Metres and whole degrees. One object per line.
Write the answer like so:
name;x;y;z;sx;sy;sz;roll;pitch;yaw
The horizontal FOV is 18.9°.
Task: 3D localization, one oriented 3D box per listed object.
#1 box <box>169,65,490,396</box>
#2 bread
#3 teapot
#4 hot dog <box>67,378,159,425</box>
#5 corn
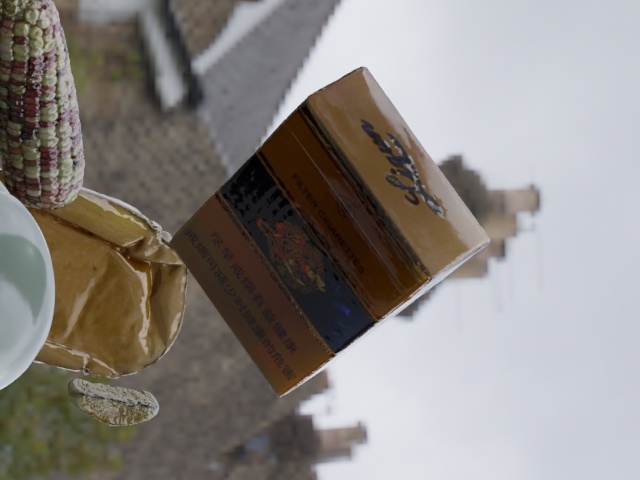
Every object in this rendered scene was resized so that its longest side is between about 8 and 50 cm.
box;0.000;0.000;1.381;0.152;0.070;0.237;54;-40;6
bread;-0.293;0.036;2.073;0.156;0.288;0.204;174;-72;-67
teapot;-0.262;0.083;1.369;0.149;0.220;0.318;7;-50;31
hot dog;-0.197;0.155;1.790;0.034;0.090;0.030;-68;-154;21
corn;-0.278;-0.141;1.864;0.086;0.086;0.253;-125;-153;-48
